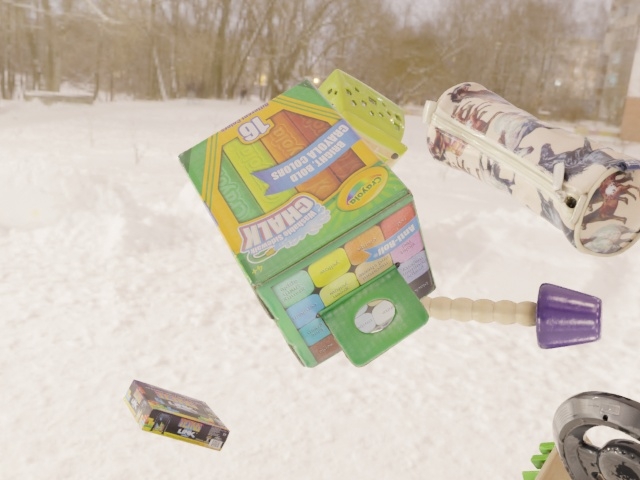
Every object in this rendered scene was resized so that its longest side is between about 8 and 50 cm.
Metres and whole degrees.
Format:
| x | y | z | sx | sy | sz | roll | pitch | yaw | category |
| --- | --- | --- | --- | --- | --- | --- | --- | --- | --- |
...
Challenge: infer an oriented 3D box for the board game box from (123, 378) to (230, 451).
| x | y | z | sx | sy | sz | roll | pitch | yaw | category |
| --- | --- | --- | --- | --- | --- | --- | --- | --- | --- |
| -0.277 | 0.335 | 1.308 | 0.170 | 0.048 | 0.141 | 28 | -1 | -33 | board game box |

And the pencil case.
| x | y | z | sx | sy | sz | roll | pitch | yaw | category |
| --- | --- | --- | --- | --- | --- | --- | --- | --- | --- |
| 0.341 | -0.133 | 1.131 | 0.183 | 0.160 | 0.410 | 19 | 17 | -39 | pencil case |

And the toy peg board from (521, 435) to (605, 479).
| x | y | z | sx | sy | sz | roll | pitch | yaw | category |
| --- | --- | --- | --- | --- | --- | --- | --- | --- | --- |
| 0.405 | 0.418 | 1.126 | 0.161 | 0.160 | 0.079 | -40 | 6 | -35 | toy peg board |

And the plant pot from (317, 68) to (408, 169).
| x | y | z | sx | sy | sz | roll | pitch | yaw | category |
| --- | --- | --- | --- | --- | --- | --- | --- | --- | --- |
| 0.071 | -0.240 | 1.669 | 0.227 | 0.228 | 0.207 | 25 | 34 | -27 | plant pot |

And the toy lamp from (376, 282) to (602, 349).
| x | y | z | sx | sy | sz | roll | pitch | yaw | category |
| --- | --- | --- | --- | --- | --- | --- | --- | --- | --- |
| 0.188 | 0.086 | 0.812 | 0.275 | 0.080 | 0.080 | 0 | 9 | 26 | toy lamp |

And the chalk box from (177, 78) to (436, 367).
| x | y | z | sx | sy | sz | roll | pitch | yaw | category |
| --- | --- | --- | --- | --- | --- | --- | --- | --- | --- |
| 0.000 | 0.000 | 0.735 | 0.180 | 0.179 | 0.289 | -32 | 50 | -6 | chalk box |

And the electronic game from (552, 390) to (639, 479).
| x | y | z | sx | sy | sz | roll | pitch | yaw | category |
| --- | --- | --- | --- | --- | --- | --- | --- | --- | --- |
| 0.391 | 0.287 | 0.846 | 0.048 | 0.229 | 0.229 | -33 | 32 | -28 | electronic game |
